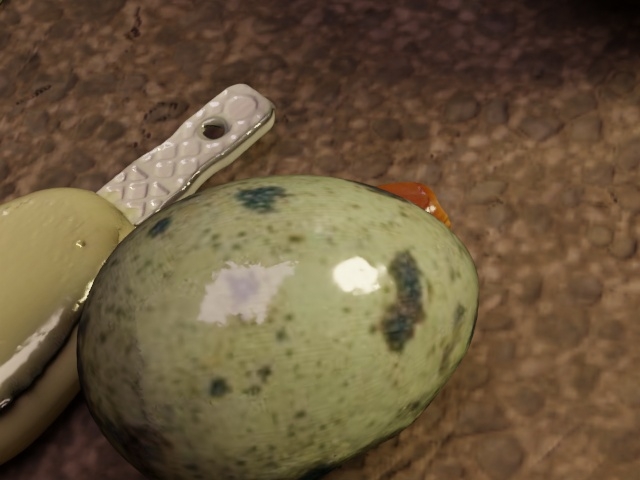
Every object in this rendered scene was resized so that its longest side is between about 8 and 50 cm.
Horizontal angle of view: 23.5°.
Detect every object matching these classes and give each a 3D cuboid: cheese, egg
[{"bbox_3d":[-0.121,0.004,0.782,0.251,0.054,0.127,-41,57,-17],"label":"cheese"},{"bbox_3d":[-0.018,0.040,0.681,0.181,0.141,0.141,-20,54,-5],"label":"egg"}]

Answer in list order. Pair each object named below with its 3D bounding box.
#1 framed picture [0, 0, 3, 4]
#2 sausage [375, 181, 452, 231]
[{"bbox_3d":[-0.374,-0.129,0.953,0.347,0.016,0.265,13,60,20],"label":"framed picture"},{"bbox_3d":[0.000,0.000,0.767,0.131,0.039,0.041,-11,47,3],"label":"sausage"}]
